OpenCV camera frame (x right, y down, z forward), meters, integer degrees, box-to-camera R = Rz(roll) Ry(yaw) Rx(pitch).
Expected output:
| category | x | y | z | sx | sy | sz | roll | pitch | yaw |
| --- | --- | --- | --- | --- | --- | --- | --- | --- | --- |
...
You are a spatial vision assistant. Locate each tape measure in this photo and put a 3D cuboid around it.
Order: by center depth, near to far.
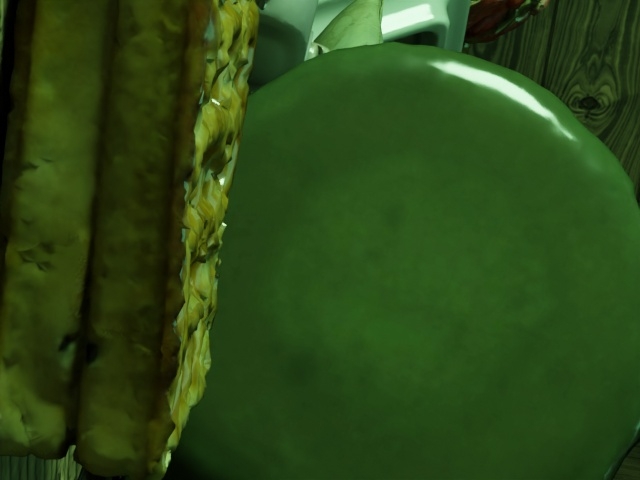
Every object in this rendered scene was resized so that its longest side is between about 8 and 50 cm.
| category | x | y | z | sx | sy | sz | roll | pitch | yaw |
| --- | --- | --- | --- | --- | --- | --- | --- | --- | --- |
| tape measure | -0.039 | -0.196 | 1.172 | 0.236 | 0.120 | 0.197 | 107 | -4 | -60 |

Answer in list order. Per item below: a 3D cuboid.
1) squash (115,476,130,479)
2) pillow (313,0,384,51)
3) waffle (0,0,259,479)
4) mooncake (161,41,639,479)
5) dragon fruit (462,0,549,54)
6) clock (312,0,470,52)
| category | x | y | z | sx | sy | sz | roll | pitch | yaw |
| --- | --- | --- | --- | --- | --- | --- | --- | --- | --- |
| squash | -0.152 | 0.276 | 1.201 | 0.204 | 0.155 | 0.237 | -40 | 158 | -27 |
| pillow | -0.034 | -0.055 | 1.324 | 0.302 | 0.075 | 0.185 | -51 | -157 | 35 |
| waffle | -0.083 | -0.064 | 0.750 | 0.213 | 0.091 | 0.308 | -75 | 174 | -83 |
| mooncake | 0.041 | 0.055 | 1.073 | 0.194 | 0.357 | 0.356 | 76 | 21 | -81 |
| dragon fruit | 0.099 | -0.301 | 1.651 | 0.263 | 0.296 | 0.314 | 52 | 59 | -25 |
| clock | 0.026 | -0.164 | 1.477 | 0.262 | 0.231 | 0.116 | 96 | -23 | -61 |
